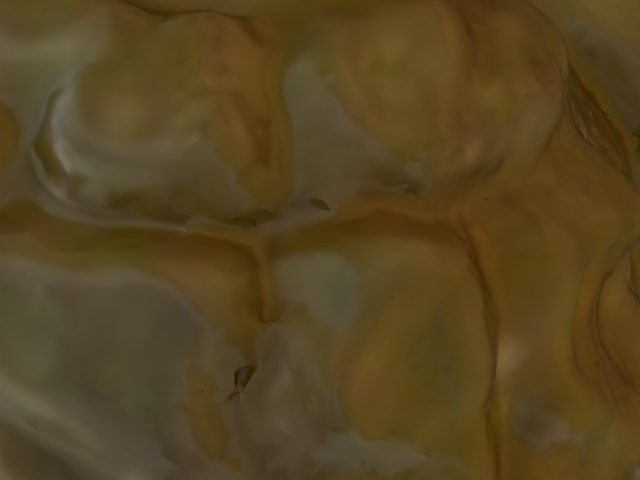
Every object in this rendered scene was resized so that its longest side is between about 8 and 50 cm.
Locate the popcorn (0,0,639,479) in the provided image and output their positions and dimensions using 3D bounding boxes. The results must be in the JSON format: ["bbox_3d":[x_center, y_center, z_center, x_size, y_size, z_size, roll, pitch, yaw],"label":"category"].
[{"bbox_3d":[0.000,0.000,0.583,0.349,0.381,0.349,30,163,11],"label":"popcorn"}]
